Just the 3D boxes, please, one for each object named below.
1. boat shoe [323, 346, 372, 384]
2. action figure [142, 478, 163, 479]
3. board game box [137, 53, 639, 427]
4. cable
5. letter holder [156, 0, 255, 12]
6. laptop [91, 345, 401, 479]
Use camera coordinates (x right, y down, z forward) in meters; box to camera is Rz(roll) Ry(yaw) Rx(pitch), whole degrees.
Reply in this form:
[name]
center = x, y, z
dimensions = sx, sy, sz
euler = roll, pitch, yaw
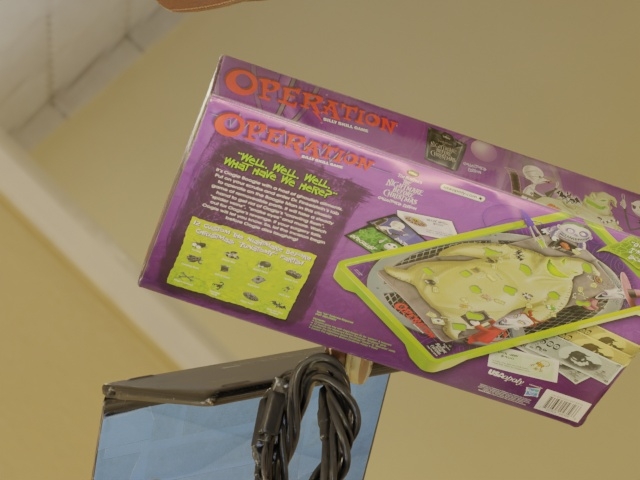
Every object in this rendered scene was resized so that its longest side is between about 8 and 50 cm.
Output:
[boat shoe]
center = 0.000, 0.000, 1.610
dimensions = 0.342, 0.123, 0.123
euler = -90, -175, -45
[action figure]
center = -0.148, 0.345, 1.276
dimensions = 0.248, 0.370, 0.276
euler = -59, -151, 16
[board game box]
center = 0.065, 0.009, 1.160
dimensions = 0.208, 0.347, 0.056
euler = 119, -13, -51
[cable]
center = -0.014, 0.192, 1.464
dimensions = 0.150, 0.047, 0.184
euler = -11, -117, 59
[letter holder]
center = -0.044, -0.298, 1.645
dimensions = 0.152, 0.214, 0.302
euler = -47, -158, -25
[laptop]
center = -0.032, 0.244, 1.856
dimensions = 0.382, 0.236, 0.408
euler = -8, -178, -30
